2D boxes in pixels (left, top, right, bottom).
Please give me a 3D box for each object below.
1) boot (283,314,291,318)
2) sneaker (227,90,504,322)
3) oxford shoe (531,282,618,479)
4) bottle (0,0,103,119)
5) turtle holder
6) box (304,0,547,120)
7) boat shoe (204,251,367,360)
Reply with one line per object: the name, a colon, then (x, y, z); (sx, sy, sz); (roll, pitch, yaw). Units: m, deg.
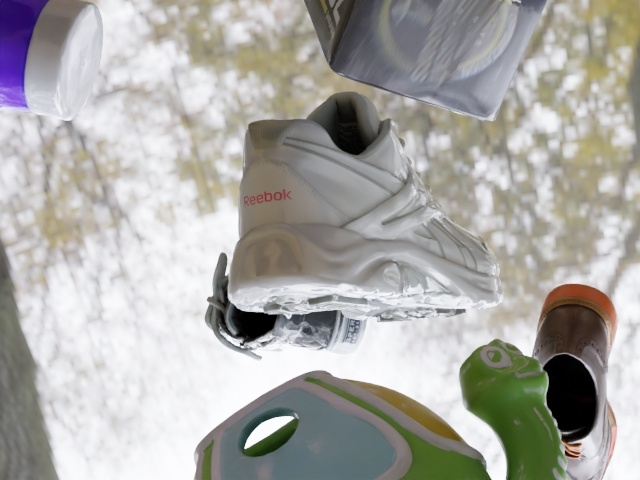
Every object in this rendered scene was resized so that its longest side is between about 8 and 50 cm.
boot: (0.000, 0.000, 1.474); (0.114, 0.106, 0.037); (-39, -123, -24)
sneaker: (0.032, -0.018, 0.924); (0.090, 0.232, 0.115); (-6, -98, 25)
oxford shoe: (0.230, 0.172, 1.707); (0.097, 0.271, 0.098); (6, -141, 16)
bottle: (-0.263, -0.129, 0.989); (0.282, 0.092, 0.118); (14, -135, 10)
turtle holder: (0.037, 0.210, 1.411); (0.320, 0.243, 0.227); (-42, -113, 18)
box: (0.068, -0.284, 0.894); (0.097, 0.318, 0.395); (17, -156, -17)
boat shoe: (-0.059, 0.064, 1.750); (0.105, 0.113, 0.306); (5, -175, -21)
